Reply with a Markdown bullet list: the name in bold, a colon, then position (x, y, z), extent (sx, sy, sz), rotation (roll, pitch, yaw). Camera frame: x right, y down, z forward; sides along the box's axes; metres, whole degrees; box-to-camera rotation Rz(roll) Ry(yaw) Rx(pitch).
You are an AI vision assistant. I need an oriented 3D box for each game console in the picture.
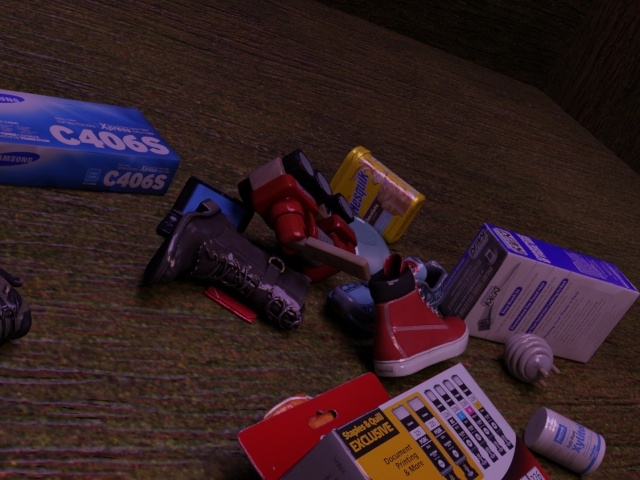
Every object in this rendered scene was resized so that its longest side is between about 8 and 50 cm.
- **game console**: position (-0.182, -0.032, 1.464), extent (0.122, 0.071, 0.107), rotation (28, 24, -2)

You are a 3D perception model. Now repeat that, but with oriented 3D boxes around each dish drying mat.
- **dish drying mat**: position (-0.131, 0.093, 1.355), extent (0.083, 0.008, 0.032), rotation (32, 23, 5)

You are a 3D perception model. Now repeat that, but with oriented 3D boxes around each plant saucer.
- **plant saucer**: position (0.060, -0.008, 1.729), extent (0.194, 0.037, 0.195), rotation (25, 25, -13)

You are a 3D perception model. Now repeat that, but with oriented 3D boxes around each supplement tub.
- **supplement tub**: position (0.378, 0.312, 1.422), extent (0.107, 0.071, 0.071), rotation (27, 24, -6)

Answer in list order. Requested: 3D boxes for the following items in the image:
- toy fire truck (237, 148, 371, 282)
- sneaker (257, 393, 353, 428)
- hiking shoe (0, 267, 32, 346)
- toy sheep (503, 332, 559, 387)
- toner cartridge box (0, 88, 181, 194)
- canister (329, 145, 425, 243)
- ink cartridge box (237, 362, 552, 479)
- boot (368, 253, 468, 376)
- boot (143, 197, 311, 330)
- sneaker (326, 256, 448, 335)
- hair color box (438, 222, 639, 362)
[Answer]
- **toy fire truck**: position (0.000, 0.000, 1.462), extent (0.217, 0.158, 0.246), rotation (45, 23, -49)
- **sneaker**: position (-0.005, 0.234, 1.153), extent (0.175, 0.064, 0.067), rotation (6, 30, -42)
- **hiking shoe**: position (-0.373, 0.084, 1.009), extent (0.114, 0.086, 0.227), rotation (14, 27, -24)
- **toy sheep**: position (0.365, 0.206, 1.595), extent (0.091, 0.091, 0.132), rotation (20, 8, -21)
- **toner cartridge box**: position (-0.408, -0.156, 1.448), extent (0.347, 0.075, 0.165), rotation (1, 36, -47)
- **canister**: position (0.110, -0.089, 1.834), extent (0.170, 0.126, 0.073), rotation (39, 26, 16)
- **ink cartridge box**: position (0.097, 0.263, 1.069), extent (0.272, 0.130, 0.309), rotation (52, 30, 16)
- **boot**: position (0.158, 0.102, 1.448), extent (0.088, 0.176, 0.244), rotation (-4, 4, 35)
- **boot**: position (-0.118, 0.051, 1.342), extent (0.229, 0.091, 0.263), rotation (39, 26, -3)
- **sneaker**: position (0.116, 0.074, 1.522), extent (0.261, 0.125, 0.104), rotation (-2, 39, -50)
- **hair color box**: position (0.405, 0.104, 1.714), extent (0.338, 0.185, 0.110), rotation (15, 28, -31)
